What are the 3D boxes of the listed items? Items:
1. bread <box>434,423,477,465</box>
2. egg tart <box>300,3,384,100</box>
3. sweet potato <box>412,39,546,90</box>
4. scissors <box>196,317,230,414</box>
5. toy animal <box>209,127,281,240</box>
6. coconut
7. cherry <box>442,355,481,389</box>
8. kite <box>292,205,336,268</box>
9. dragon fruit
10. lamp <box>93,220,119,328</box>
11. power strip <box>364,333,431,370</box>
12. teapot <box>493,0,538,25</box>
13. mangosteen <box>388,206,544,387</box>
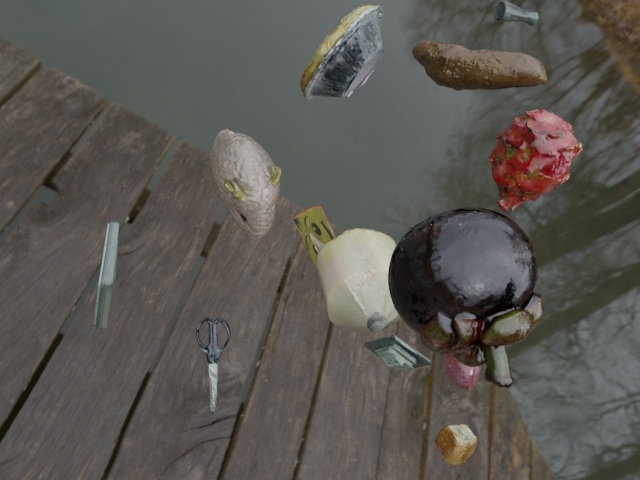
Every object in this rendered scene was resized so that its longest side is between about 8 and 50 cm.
[{"bbox_3d":[0.336,0.499,1.261,0.083,0.070,0.077,10,29,-35],"label":"bread"},{"bbox_3d":[0.055,-0.363,1.032,0.094,0.234,0.234,44,45,1],"label":"egg tart"},{"bbox_3d":[0.302,-0.371,1.097,0.114,0.092,0.341,-33,42,-27],"label":"sweet potato"},{"bbox_3d":[-0.335,0.393,1.596,0.108,0.022,0.301,0,88,3],"label":"scissors"},{"bbox_3d":[-0.222,-0.193,1.519,0.188,0.226,0.359,-22,76,-22],"label":"toy animal"},{"bbox_3d":[0.113,0.114,1.266,0.239,0.239,0.244,12,40,-29],"label":"coconut"},{"bbox_3d":[0.330,0.240,1.212,0.107,0.090,0.226,63,24,-56],"label":"cherry"},{"bbox_3d":[-0.002,0.001,1.835,0.327,0.013,0.378,38,37,-43],"label":"kite"},{"bbox_3d":[0.535,-0.201,1.319,0.205,0.268,0.210,15,24,-9],"label":"dragon fruit"},{"bbox_3d":[-0.691,0.112,1.663,0.047,0.269,0.267,8,46,-21],"label":"lamp"},{"bbox_3d":[0.292,0.456,1.986,0.213,0.198,0.065,37,53,-13],"label":"power strip"},{"bbox_3d":[0.456,-0.523,1.184,0.110,0.043,0.043,0,60,-24],"label":"teapot"},{"bbox_3d":[0.207,0.079,0.705,0.211,0.211,0.250,-2,60,-36],"label":"mangosteen"}]
